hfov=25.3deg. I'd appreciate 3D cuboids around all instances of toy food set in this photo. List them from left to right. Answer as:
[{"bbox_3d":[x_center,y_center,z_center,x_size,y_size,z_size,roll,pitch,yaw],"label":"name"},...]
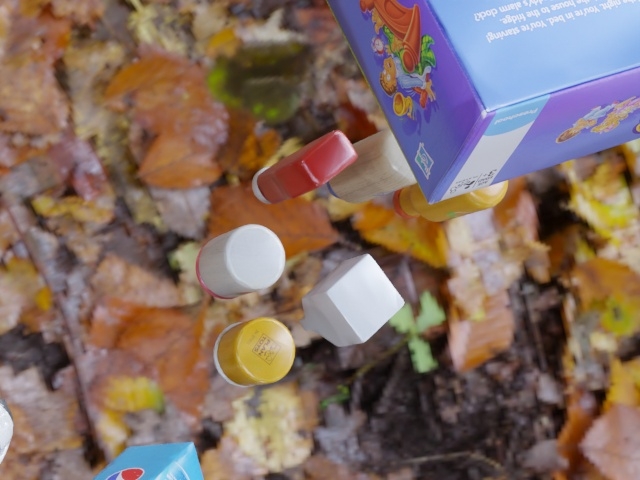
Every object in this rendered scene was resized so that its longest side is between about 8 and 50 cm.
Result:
[{"bbox_3d":[0.000,0.000,0.915,0.232,0.104,0.111,-42,100,-25],"label":"toy food set"}]

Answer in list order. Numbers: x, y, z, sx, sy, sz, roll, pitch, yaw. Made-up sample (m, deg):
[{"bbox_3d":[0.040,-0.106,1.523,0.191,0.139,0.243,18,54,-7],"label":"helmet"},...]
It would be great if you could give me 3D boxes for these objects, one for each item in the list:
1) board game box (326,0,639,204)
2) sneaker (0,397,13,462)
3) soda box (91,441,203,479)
[{"bbox_3d":[0.159,-0.177,0.659,0.347,0.078,0.233,-17,70,-21],"label":"board game box"},{"bbox_3d":[-0.279,0.203,0.983,0.078,0.234,0.106,23,40,-10],"label":"sneaker"},{"bbox_3d":[-0.173,0.244,1.186,0.210,0.071,0.067,-42,121,-61],"label":"soda box"}]
